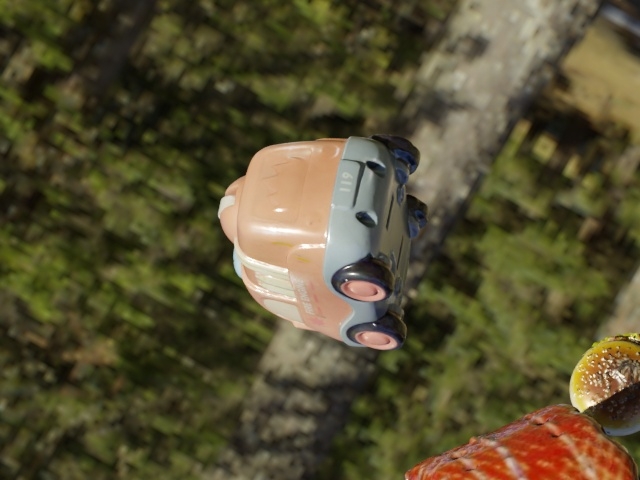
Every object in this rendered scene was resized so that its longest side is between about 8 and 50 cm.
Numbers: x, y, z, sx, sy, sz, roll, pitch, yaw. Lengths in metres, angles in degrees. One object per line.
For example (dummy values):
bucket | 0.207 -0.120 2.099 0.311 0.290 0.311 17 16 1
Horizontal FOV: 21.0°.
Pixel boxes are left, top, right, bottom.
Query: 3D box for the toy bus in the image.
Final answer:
toy bus | 0.000 0.000 2.032 0.232 0.194 0.287 5 154 9

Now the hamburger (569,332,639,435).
hamburger | 0.396 0.190 2.278 0.126 0.141 0.081 44 169 18

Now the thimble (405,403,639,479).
thimble | 0.259 0.375 2.032 0.350 0.230 0.350 158 90 -79
